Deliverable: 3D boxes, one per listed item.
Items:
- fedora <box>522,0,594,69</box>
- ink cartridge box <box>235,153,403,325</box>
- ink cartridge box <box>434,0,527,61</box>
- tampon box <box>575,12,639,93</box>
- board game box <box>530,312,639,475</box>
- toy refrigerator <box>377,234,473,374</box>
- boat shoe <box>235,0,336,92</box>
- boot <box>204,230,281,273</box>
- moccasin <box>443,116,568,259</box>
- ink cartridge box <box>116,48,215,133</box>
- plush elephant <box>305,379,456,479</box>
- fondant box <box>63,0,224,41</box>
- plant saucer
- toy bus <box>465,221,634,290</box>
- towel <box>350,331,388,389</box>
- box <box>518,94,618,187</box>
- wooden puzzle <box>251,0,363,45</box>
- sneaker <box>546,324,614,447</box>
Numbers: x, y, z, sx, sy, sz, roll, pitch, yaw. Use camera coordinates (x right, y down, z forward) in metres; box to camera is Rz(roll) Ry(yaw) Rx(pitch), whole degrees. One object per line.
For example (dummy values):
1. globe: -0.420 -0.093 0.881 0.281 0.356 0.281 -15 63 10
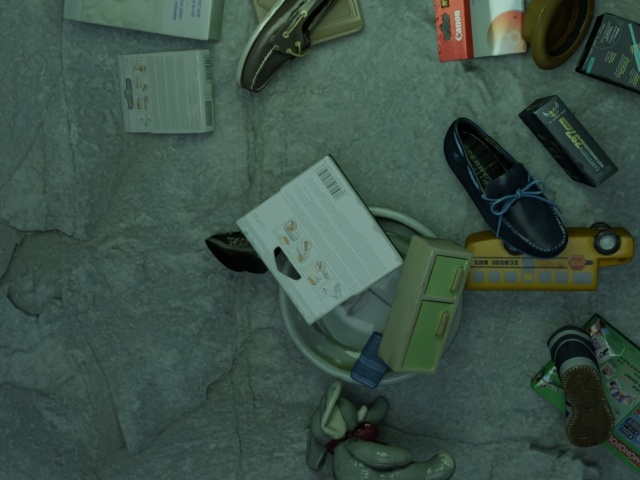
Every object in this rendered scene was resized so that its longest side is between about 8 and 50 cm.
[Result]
1. fedora: 0.457 -0.435 1.619 0.079 0.194 0.194 34 109 40
2. ink cartridge box: 0.000 0.000 1.707 0.239 0.060 0.275 -35 93 9
3. ink cartridge box: 0.326 -0.446 1.680 0.179 0.045 0.145 -5 100 9
4. tampon box: 0.603 -0.361 1.614 0.161 0.101 0.120 22 105 5
5. board game box: 0.647 0.336 1.779 0.317 0.046 0.213 39 106 1
6. toy refrigerator: 0.212 0.134 1.671 0.102 0.094 0.269 9 105 -26
7. boat shoe: -0.055 -0.432 1.672 0.097 0.116 0.324 35 98 9
8. boot: -0.136 -0.015 1.828 0.178 0.236 0.085 -46 120 -23
9. moccasin: 0.356 -0.103 1.642 0.138 0.117 0.342 -39 70 -11
10. ink cartridge box: -0.344 -0.330 1.837 0.225 0.056 0.180 4 103 29
11. plush elephant: 0.081 0.452 1.825 0.330 0.272 0.255 -3 62 -20
12. fondant box: -0.369 -0.568 1.758 0.331 0.096 0.238 10 103 7
13. plant saucer: 0.112 0.116 1.806 0.401 0.100 0.400 2 102 11
14. toy bus: 0.470 0.034 1.717 0.333 0.108 0.130 0 101 11
15. towel: 0.116 0.257 1.768 0.067 0.029 0.119 28 106 4
16. box: 0.476 -0.195 1.605 0.059 0.232 0.183 -39 92 9
17. wooden puzzle: -0.039 -0.527 1.736 0.221 0.044 0.238 -13 94 13
18. sneaker: 0.543 0.301 1.728 0.099 0.153 0.282 -13 129 11
